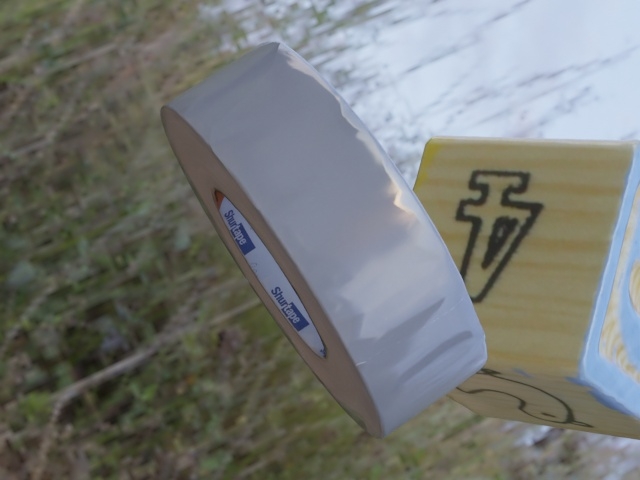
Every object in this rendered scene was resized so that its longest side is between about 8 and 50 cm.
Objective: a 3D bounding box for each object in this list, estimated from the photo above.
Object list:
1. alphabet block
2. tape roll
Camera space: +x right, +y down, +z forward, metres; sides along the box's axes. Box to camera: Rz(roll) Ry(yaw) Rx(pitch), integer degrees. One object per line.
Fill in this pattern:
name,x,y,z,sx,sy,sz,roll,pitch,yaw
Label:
alphabet block,0.187,0.038,1.282,0.197,0.193,0.192,4,-21,40
tape roll,0.000,0.000,0.886,0.219,0.072,0.219,54,-10,14
